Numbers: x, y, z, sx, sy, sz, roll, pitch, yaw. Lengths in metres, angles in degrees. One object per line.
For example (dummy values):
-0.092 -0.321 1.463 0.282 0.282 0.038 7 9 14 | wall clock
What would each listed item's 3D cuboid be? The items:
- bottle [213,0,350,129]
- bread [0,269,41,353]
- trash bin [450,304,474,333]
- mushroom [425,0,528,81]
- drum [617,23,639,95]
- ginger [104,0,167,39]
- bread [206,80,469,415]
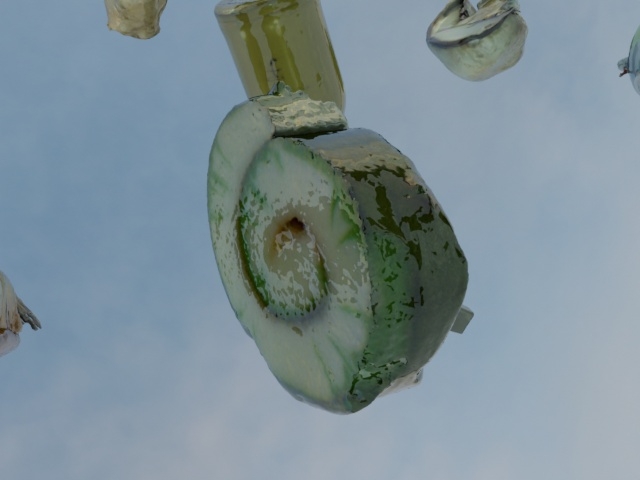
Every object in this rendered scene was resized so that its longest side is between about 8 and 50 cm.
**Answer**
-0.043 -0.252 1.237 0.172 0.172 0.351 -35 -57 -27 | bottle
-0.526 0.129 0.963 0.236 0.388 0.183 -13 -95 -9 | bread
0.258 0.150 1.489 0.092 0.043 0.060 22 -76 -28 | trash bin
0.352 -0.435 1.620 0.189 0.267 0.164 -46 -61 -8 | mushroom
0.294 -0.162 0.514 0.253 0.130 0.049 54 -136 -72 | drum
-0.180 -0.416 0.764 0.348 0.122 0.363 -83 -20 -52 | ginger
0.000 0.000 0.838 0.129 0.366 0.381 -14 -94 -31 | bread
